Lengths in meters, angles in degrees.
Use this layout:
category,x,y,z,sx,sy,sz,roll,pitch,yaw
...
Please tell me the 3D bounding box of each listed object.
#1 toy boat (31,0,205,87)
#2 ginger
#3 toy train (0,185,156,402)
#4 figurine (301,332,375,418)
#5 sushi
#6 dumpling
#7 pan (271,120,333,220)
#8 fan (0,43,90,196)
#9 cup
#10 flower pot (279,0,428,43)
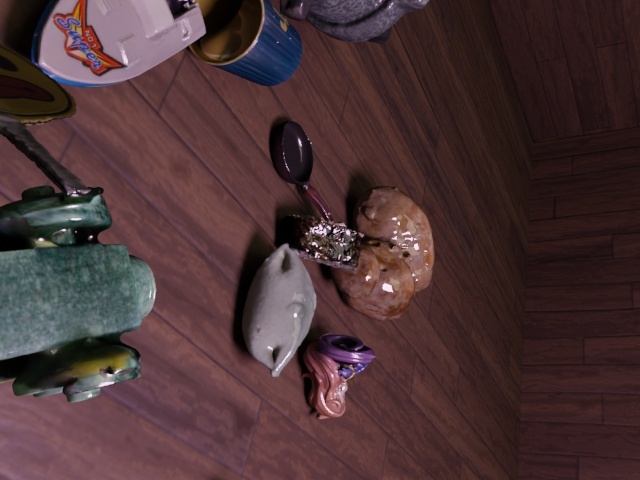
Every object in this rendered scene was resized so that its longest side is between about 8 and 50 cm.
category,x,y,z,sx,sy,sz,roll,pitch,yaw
toy boat,-0.238,-0.257,0.789,0.295,0.088,0.129,-57,133,-50
ginger,0.126,0.042,1.337,0.244,0.155,0.304,64,34,-25
toy train,-0.303,0.060,0.436,0.397,0.253,0.160,-6,82,-61
figurine,0.016,0.235,1.171,0.114,0.126,0.157,25,100,-22
sushi,0.000,0.000,1.158,0.150,0.090,0.078,15,83,-26
dumpling,-0.052,0.118,1.044,0.149,0.105,0.216,38,48,-45
pan,-0.030,-0.113,1.197,0.212,0.040,0.115,65,32,-19
fan,-0.278,-0.124,0.511,0.230,0.335,0.011,0,123,-57
cup,-0.116,-0.324,1.012,0.176,0.131,0.155,64,19,16
flower pot,0.059,-0.496,1.174,0.283,0.299,0.299,6,80,-57
